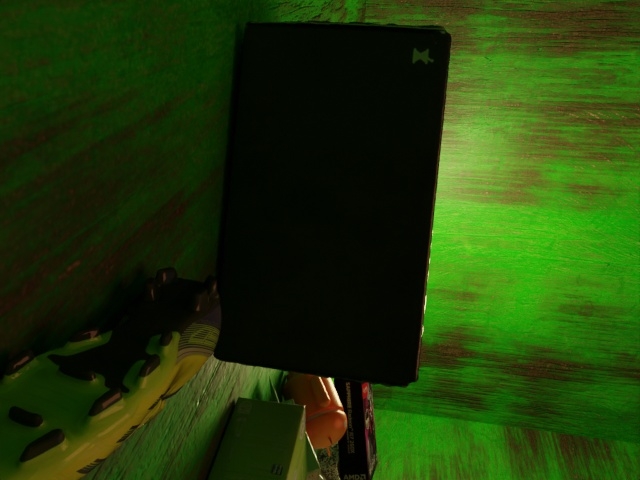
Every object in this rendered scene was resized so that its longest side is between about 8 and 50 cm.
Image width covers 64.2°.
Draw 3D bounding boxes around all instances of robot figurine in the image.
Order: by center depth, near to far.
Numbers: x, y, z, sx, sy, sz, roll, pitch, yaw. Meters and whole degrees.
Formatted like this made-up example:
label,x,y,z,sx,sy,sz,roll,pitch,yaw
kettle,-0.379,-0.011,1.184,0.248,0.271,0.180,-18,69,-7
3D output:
label,x,y,z,sx,sy,sz,roll,pitch,yaw
robot figurine,-0.014,0.401,1.230,0.128,0.158,0.219,24,31,-46

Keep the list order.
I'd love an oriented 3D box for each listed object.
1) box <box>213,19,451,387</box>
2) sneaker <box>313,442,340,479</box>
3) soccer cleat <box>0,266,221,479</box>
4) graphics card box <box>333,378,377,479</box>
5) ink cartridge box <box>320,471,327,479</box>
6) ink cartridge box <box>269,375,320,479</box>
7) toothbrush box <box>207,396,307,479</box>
label,x,y,z,sx,sy,sz,roll,pitch,yaw
box,0.044,-0.054,0.906,0.472,0.298,0.479,2,94,-83
sneaker,0.024,0.825,1.721,0.158,0.182,0.410,-67,161,-66
soccer cleat,-0.148,0.114,0.391,0.289,0.094,0.121,-57,157,-73
graphics card box,0.109,0.531,1.576,0.233,0.094,0.370,35,51,-76
ink cartridge box,-0.041,0.550,1.258,0.045,0.224,0.223,-35,153,-13
ink cartridge box,-0.054,0.405,1.059,0.171,0.056,0.235,-121,-154,-43
toothbrush box,-0.104,0.425,0.791,0.283,0.122,0.206,-71,164,-55
